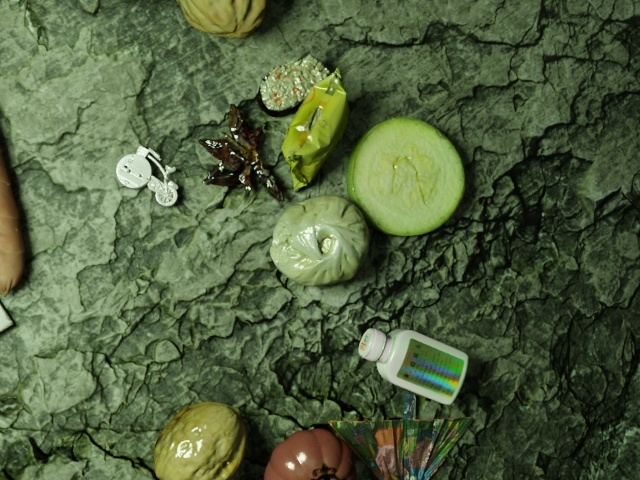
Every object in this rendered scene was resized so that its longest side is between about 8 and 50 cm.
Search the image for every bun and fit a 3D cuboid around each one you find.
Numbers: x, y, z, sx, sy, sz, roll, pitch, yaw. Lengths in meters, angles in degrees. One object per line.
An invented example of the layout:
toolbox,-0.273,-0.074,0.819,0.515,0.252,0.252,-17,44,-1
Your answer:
bun,0.000,0.000,1.347,0.193,0.128,0.178,-7,90,-13

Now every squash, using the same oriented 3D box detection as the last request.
squash,0.175,-0.132,1.441,0.252,0.049,0.252,1,87,-14

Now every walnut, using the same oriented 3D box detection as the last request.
walnut,-0.213,0.375,1.253,0.155,0.155,0.184,44,70,-8
walnut,-0.190,-0.500,1.295,0.198,0.198,0.244,-10,93,-15

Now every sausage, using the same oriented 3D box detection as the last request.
sausage,-0.596,-0.113,1.219,0.088,0.088,0.433,-14,92,-15

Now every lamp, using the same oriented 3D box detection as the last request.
lamp,-0.022,0.442,1.316,0.182,0.140,0.182,-6,106,-20

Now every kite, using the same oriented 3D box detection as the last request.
kite,0.169,0.433,1.425,0.321,0.016,0.233,3,88,-14

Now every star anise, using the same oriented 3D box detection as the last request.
star anise,-0.166,-0.159,1.350,0.157,0.053,0.212,-15,93,-16

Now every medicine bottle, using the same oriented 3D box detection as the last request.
medicine bottle,0.187,0.245,1.406,0.219,0.078,0.115,24,83,-12

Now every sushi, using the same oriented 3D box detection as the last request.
sushi,-0.057,-0.307,1.374,0.150,0.078,0.090,-32,95,-13

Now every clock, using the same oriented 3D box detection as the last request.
clock,-0.321,-0.120,1.313,0.129,0.041,0.087,36,82,-5

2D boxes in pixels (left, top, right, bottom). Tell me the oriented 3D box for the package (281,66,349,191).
package,-0.007,-0.214,1.346,0.090,0.168,0.226,27,77,12

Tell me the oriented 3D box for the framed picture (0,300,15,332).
framed picture,-0.646,0.113,1.222,0.128,0.023,0.168,-33,95,-15
